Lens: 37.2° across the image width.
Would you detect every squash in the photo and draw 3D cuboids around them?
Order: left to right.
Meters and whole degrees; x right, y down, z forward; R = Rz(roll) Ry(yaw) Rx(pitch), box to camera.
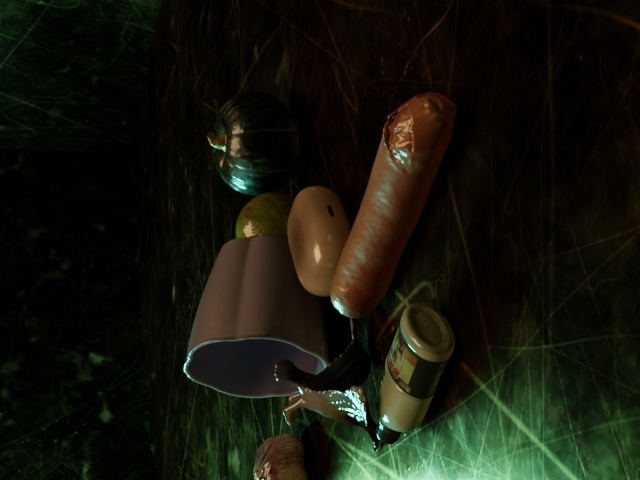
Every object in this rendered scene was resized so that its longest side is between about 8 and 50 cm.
[{"bbox_3d":[-0.132,-0.193,1.903,0.218,0.172,0.218,49,156,31],"label":"squash"}]

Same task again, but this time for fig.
[{"bbox_3d":[-0.059,-0.037,1.822,0.245,0.149,0.149,-16,73,50],"label":"fig"}]

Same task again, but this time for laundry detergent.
[{"bbox_3d":[0.122,0.200,1.327,0.099,0.070,0.225,-121,35,-42],"label":"laundry detergent"}]

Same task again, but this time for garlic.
[{"bbox_3d":[-0.080,0.453,1.840,0.147,0.102,0.159,174,97,-72],"label":"garlic"}]

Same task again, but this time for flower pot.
[{"bbox_3d":[-0.118,0.134,1.759,0.265,0.265,0.243,120,154,-54],"label":"flower pot"}]

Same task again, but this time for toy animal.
[{"bbox_3d":[0.024,0.248,1.488,0.272,0.160,0.197,-73,-28,-63],"label":"toy animal"}]

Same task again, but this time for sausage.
[{"bbox_3d":[0.097,-0.043,1.367,0.094,0.094,0.419,-78,4,-46],"label":"sausage"}]

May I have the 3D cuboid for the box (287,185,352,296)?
[{"bbox_3d":[0.000,0.000,1.647,0.146,0.088,0.200,112,152,-43],"label":"box"}]
